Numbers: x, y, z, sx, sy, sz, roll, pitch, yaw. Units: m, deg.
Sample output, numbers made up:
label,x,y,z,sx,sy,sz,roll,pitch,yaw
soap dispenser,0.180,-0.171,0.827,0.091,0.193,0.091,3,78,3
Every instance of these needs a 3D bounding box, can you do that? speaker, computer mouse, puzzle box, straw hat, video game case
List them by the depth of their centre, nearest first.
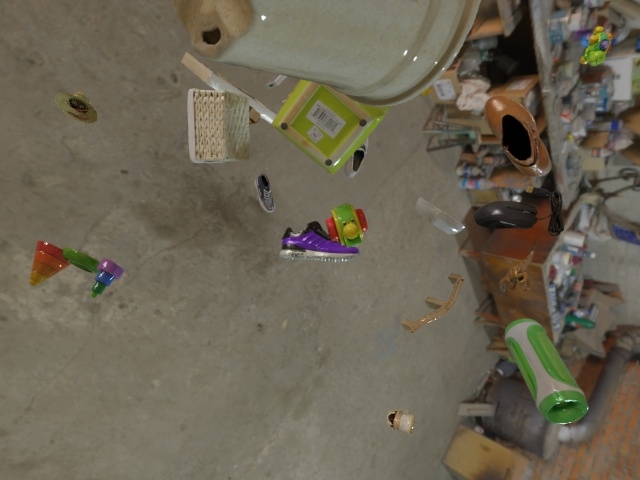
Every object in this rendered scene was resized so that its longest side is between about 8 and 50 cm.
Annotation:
label,x,y,z,sx,sy,sz,roll,pitch,yaw
speaker,0.643,0.367,1.178,0.296,0.131,0.131,-87,161,-57
computer mouse,0.639,-0.114,1.299,0.184,0.262,0.060,-66,150,-28
straw hat,-0.813,-0.467,1.371,0.144,0.145,0.061,38,54,-44
puzzle box,-0.373,-0.644,1.754,0.409,0.272,0.052,19,111,-51
video game case,-0.168,-0.823,1.962,0.204,0.285,0.025,-45,113,1

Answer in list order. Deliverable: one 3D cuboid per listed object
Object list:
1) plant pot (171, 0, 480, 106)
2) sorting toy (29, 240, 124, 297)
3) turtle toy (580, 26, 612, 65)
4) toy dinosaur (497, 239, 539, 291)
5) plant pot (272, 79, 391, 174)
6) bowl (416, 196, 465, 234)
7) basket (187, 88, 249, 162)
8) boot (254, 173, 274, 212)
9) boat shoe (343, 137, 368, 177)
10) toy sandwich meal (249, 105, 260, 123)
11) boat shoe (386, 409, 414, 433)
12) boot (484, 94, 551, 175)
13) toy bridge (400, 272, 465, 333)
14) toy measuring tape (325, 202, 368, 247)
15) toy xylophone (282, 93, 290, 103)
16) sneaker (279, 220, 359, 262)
label,x,y,z,sx,sy,sz,roll,pitch,yaw
plant pot,-0.014,-0.349,0.531,0.306,0.334,0.333,-15,111,-38
sorting toy,-0.724,0.097,1.169,0.126,0.366,0.127,-67,149,-25
turtle toy,0.877,-0.605,1.285,0.130,0.066,0.095,-53,154,-21
toy dinosaur,0.654,0.101,1.331,0.064,0.112,0.211,16,125,-22
plant pot,0.027,-0.314,1.001,0.228,0.227,0.207,39,28,-11
bowl,0.377,-0.074,1.306,0.142,0.142,0.053,28,103,-28
basket,-0.235,-0.266,0.958,0.113,0.103,0.167,-23,118,-64
boot,-0.272,-0.233,2.012,0.069,0.086,0.189,-25,94,-23
boat shoe,0.164,-0.371,1.695,0.083,0.076,0.226,18,80,-23
toy sandwich meal,-0.272,-0.485,1.559,0.086,0.029,0.085,5,80,-33
boat shoe,0.208,0.482,1.091,0.170,0.059,0.063,92,15,-67
boot,0.492,-0.290,1.058,0.220,0.109,0.283,2,65,-51
toy bridge,0.264,0.145,0.915,0.188,0.063,0.026,-39,109,-19
toy measuring tape,0.070,-0.053,1.200,0.122,0.330,0.121,0,96,-2
toy xylophone,-0.008,-0.536,1.595,0.323,0.236,0.081,-42,165,-34
sneaker,0.000,0.000,1.485,0.102,0.294,0.146,87,6,-78
